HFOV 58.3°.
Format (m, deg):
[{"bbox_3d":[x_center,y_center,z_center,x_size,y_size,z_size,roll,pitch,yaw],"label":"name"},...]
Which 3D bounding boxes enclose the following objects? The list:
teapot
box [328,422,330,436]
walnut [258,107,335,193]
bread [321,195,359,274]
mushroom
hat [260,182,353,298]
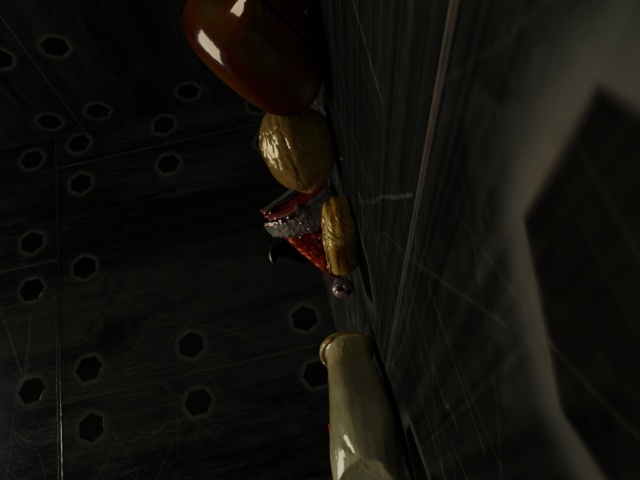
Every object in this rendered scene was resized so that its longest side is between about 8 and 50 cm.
[{"bbox_3d":[-0.056,-0.235,0.675,0.178,0.135,0.252,48,-164,3],"label":"teapot"},{"bbox_3d":[0.077,0.396,0.956,0.229,0.050,0.123,59,-166,-46],"label":"box"},{"bbox_3d":[-0.031,-0.123,0.766,0.105,0.105,0.125,-116,12,-81],"label":"walnut"},{"bbox_3d":[0.024,-0.007,0.750,0.111,0.044,0.083,82,178,-53],"label":"bread"},{"bbox_3d":[0.054,0.236,0.774,0.108,0.096,0.247,79,-178,-51],"label":"mushroom"},{"bbox_3d":[0.000,-0.002,0.971,0.140,0.128,0.227,-49,-61,-39],"label":"hat"}]
